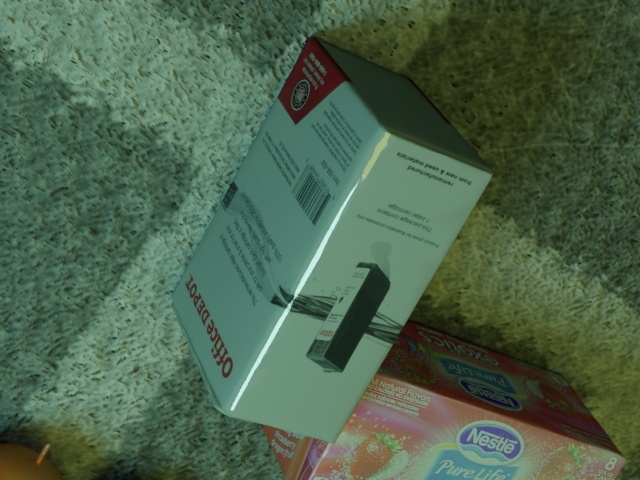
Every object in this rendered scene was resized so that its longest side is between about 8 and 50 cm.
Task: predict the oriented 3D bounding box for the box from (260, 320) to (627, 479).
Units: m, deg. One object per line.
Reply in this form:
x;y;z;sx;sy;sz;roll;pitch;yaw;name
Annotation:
0.110;0.180;1.548;0.300;0.154;0.142;21;109;-27;box

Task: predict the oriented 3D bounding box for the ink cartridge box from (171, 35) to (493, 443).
0.000;0.000;1.382;0.114;0.197;0.273;21;110;-28;ink cartridge box

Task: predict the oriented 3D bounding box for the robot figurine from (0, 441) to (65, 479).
-0.308;0.261;1.461;0.219;0.128;0.158;-32;80;0;robot figurine
